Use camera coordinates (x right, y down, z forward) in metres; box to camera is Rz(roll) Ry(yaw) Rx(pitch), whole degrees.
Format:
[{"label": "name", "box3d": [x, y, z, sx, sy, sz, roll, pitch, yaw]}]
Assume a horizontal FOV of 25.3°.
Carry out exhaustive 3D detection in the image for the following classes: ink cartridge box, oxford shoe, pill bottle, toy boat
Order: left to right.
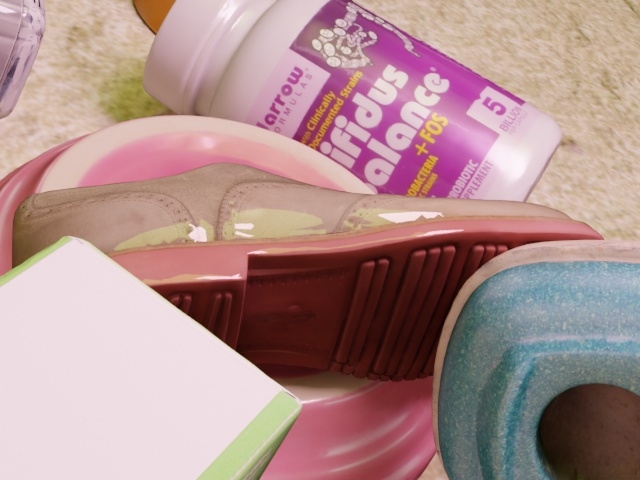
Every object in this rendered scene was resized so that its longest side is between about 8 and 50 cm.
[{"label": "ink cartridge box", "box3d": [-0.144, 0.161, 0.502, 0.114, 0.273, 0.198, 35, 32, 8]}, {"label": "oxford shoe", "box3d": [0.000, 0.000, 0.798, 0.348, 0.123, 0.130, -2, 44, -27]}, {"label": "pill bottle", "box3d": [0.020, -0.092, 1.107, 0.301, 0.169, 0.169, 31, 31, 7]}, {"label": "toy boat", "box3d": [0.179, 0.161, 0.731, 0.267, 0.318, 0.148, 8, 20, 19]}]

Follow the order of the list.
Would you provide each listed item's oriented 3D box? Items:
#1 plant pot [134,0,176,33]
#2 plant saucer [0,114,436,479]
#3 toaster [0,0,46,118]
[{"label": "plant pot", "box3d": [-0.045, -0.273, 1.311, 0.205, 0.188, 0.205, 20, 31, -12]}, {"label": "plant saucer", "box3d": [-0.063, 0.031, 0.893, 0.332, 0.084, 0.332, 13, 40, -11]}, {"label": "toaster", "box3d": [-0.290, -0.175, 1.036, 0.146, 0.129, 0.227, 12, 33, -28]}]
